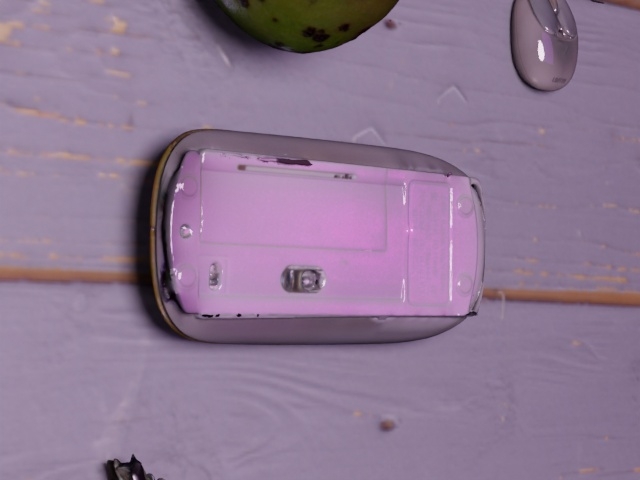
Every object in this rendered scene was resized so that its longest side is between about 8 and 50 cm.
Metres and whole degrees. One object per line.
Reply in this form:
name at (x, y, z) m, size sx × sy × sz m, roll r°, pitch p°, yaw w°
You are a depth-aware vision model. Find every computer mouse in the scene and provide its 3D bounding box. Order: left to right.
computer mouse at (0.000, 0.000, 1.109) m, size 0.310 × 0.072 × 0.158 m, roll 3°, pitch 87°, yaw -37°
computer mouse at (0.201, -0.180, 1.297) m, size 0.066 × 0.039 × 0.096 m, roll 4°, pitch 84°, yaw -38°

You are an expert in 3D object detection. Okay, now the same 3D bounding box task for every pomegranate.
pomegranate at (-0.028, -0.237, 1.037) m, size 0.210 × 0.179 × 0.179 m, roll 32°, pitch 68°, yaw -38°

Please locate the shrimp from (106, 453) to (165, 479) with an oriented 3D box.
shrimp at (-0.130, 0.261, 1.010) m, size 0.152 × 0.046 × 0.219 m, roll -26°, pitch 103°, yaw -39°
